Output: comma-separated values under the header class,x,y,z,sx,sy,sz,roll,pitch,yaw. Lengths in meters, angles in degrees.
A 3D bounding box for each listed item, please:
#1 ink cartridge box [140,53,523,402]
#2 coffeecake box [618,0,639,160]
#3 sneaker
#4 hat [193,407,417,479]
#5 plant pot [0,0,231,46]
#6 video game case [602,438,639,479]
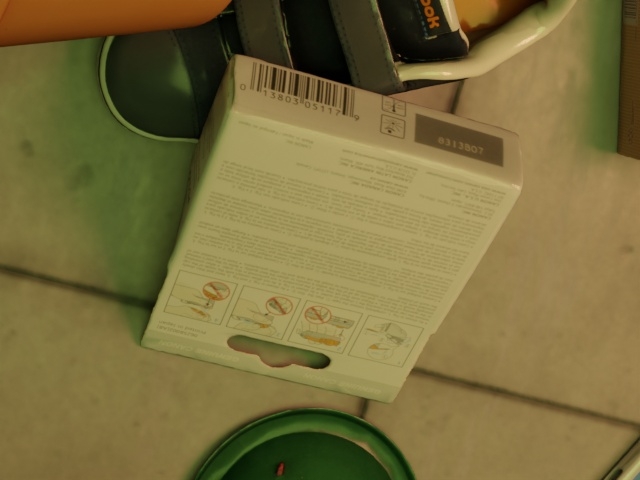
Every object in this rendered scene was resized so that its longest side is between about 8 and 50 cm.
class,x,y,z,sx,sy,sz,roll,pitch,yaw
ink cartridge box,0.000,0.000,1.071,0.189,0.066,0.232,14,140,-11
coffeecake box,0.302,-0.126,1.126,0.185,0.068,0.142,-1,100,-10
sneaker,0.013,-0.145,1.045,0.321,0.127,0.126,-20,104,-5
hat,-0.007,0.228,1.072,0.173,0.183,0.208,32,93,-13
plant pot,-0.150,-0.234,0.938,0.203,0.291,0.291,4,99,-27
video game case,0.241,0.278,1.207,0.204,0.025,0.285,42,91,-13
